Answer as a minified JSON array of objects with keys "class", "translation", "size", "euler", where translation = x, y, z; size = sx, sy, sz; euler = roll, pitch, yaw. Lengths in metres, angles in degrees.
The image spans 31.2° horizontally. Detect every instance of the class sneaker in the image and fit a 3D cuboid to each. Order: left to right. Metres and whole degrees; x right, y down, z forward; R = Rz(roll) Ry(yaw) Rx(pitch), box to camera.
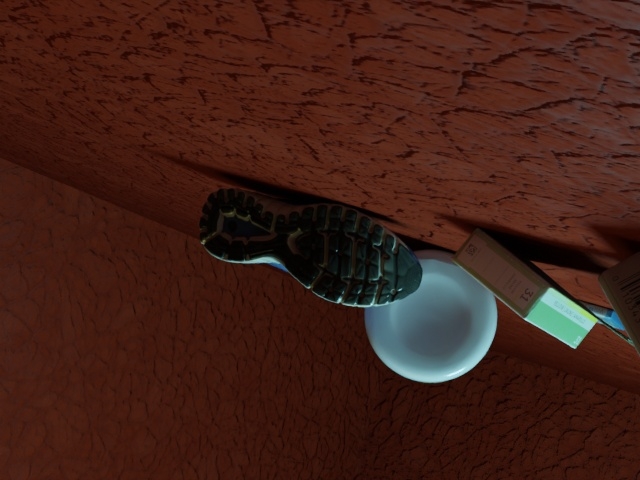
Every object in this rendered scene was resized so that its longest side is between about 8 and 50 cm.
[{"class":"sneaker","translation":[0.000,0.000,1.575],"size":[0.330,0.129,0.147],"euler":[19,-170,29]}]

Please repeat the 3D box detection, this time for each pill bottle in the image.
[{"class":"pill bottle","translation":[0.167,0.123,1.743],"size":[0.188,0.188,0.334],"euler":[18,175,8]}]

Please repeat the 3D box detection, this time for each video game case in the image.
[{"class":"video game case","translation":[0.370,0.098,1.731],"size":[0.166,0.015,0.119],"euler":[16,174,26]}]

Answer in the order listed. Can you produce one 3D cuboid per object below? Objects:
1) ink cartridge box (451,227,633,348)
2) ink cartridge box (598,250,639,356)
[{"class":"ink cartridge box","translation":[0.277,0.087,1.304],"size":[0.235,0.056,0.171],"euler":[43,-171,34]},{"class":"ink cartridge box","translation":[0.412,0.187,1.140],"size":[0.330,0.071,0.324],"euler":[24,-143,-60]}]
